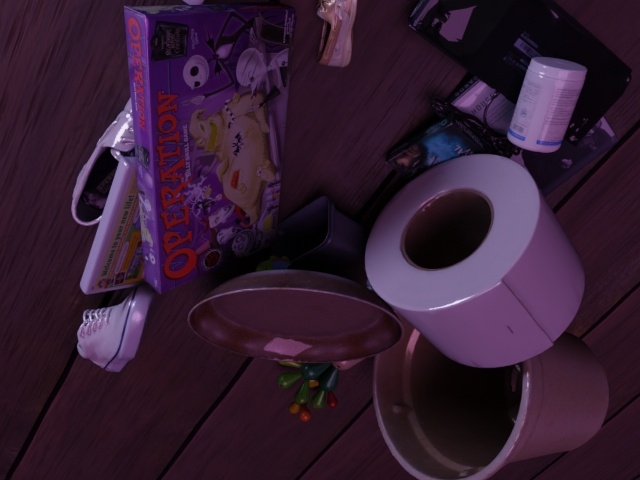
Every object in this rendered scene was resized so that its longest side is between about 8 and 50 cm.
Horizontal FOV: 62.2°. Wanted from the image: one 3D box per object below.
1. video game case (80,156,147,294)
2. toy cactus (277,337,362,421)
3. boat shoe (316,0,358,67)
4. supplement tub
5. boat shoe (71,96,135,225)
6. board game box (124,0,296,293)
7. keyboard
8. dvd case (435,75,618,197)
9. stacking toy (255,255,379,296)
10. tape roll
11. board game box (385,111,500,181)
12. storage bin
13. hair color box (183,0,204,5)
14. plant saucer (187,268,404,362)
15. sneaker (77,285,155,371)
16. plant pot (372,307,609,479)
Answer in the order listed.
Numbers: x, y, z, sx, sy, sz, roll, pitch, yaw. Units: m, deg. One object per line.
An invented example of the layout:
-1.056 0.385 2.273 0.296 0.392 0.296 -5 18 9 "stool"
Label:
-0.217 -0.022 0.745 0.193 0.023 0.212 -8 135 -50 "video game case"
0.006 0.232 0.977 0.181 0.112 0.219 -21 116 -6 "toy cactus"
0.018 -0.281 0.655 0.045 0.050 0.135 -6 124 -11 "boat shoe"
0.290 -0.174 0.684 0.071 0.071 0.107 2 123 -10 "supplement tub"
-0.242 -0.123 0.698 0.267 0.088 0.096 -39 120 17 "boat shoe"
-0.133 -0.114 0.677 0.208 0.056 0.346 -22 133 -37 "board game box"
0.249 -0.220 0.710 0.317 0.033 0.201 27 115 -21 "keyboard"
0.310 -0.170 0.786 0.179 0.029 0.239 -40 119 18 "dvd case"
-0.016 0.080 0.824 0.221 0.052 0.167 5 155 -22 "stacking toy"
0.207 0.028 0.725 0.246 0.246 0.169 -36 128 15 "tape roll"
0.205 -0.098 0.785 0.186 0.026 0.126 33 143 -26 "board game box"
0.000 0.000 0.815 0.091 0.098 0.135 25 142 -35 "storage bin"
-0.134 -0.356 0.581 0.093 0.053 0.167 28 114 -25 "hair color box"
-0.034 0.115 0.780 0.311 0.050 0.310 3 151 2 "plant saucer"
-0.327 0.141 0.824 0.091 0.094 0.258 23 139 -19 "sneaker"
0.312 0.243 0.916 0.306 0.333 0.333 15 121 -30 "plant pot"
